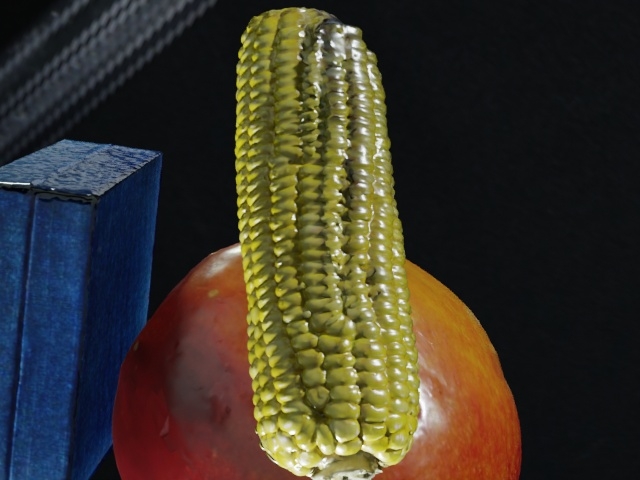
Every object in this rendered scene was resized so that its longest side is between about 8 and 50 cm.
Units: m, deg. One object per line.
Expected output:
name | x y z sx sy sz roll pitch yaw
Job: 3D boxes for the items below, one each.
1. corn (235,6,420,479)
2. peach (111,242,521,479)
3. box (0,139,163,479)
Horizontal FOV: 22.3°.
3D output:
corn | 0.000 0.000 0.672 0.072 0.072 0.203 -13 -108 24
peach | 0.004 0.108 0.894 0.199 0.243 0.243 -44 -118 42
box | -0.223 0.060 1.409 0.116 0.279 0.261 7 -80 6
